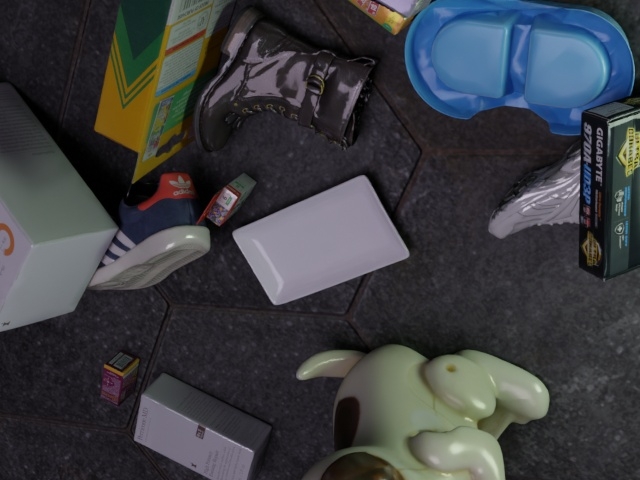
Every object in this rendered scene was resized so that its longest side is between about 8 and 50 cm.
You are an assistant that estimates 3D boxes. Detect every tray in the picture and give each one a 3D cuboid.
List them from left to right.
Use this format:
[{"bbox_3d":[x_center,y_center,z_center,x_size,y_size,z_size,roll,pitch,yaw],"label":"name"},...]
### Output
[{"bbox_3d":[0.000,0.000,1.709,0.270,0.030,0.145,-22,106,33],"label":"tray"}]

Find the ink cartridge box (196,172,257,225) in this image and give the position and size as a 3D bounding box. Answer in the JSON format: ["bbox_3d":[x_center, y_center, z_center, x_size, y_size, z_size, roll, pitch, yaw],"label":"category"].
[{"bbox_3d":[-0.144,-0.057,1.691,0.029,0.115,0.063,37,118,3],"label":"ink cartridge box"}]

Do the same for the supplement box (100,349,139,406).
[{"bbox_3d":[-0.365,0.251,2.004,0.043,0.055,0.083,24,123,15],"label":"supplement box"}]

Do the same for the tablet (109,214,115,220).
[{"bbox_3d":[-0.384,-0.027,1.895,0.083,0.006,0.054,17,122,16],"label":"tablet"}]

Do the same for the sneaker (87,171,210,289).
[{"bbox_3d":[-0.299,-0.014,1.806,0.350,0.131,0.148,-23,72,45],"label":"sneaker"}]

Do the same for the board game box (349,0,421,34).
[{"bbox_3d":[0.021,-0.372,1.442,0.259,0.124,0.039,36,124,4],"label":"board game box"}]

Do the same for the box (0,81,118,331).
[{"bbox_3d":[-0.516,-0.059,1.777,0.345,0.168,0.215,51,128,21],"label":"box"}]

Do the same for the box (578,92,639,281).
[{"bbox_3d":[0.407,-0.077,1.386,0.051,0.175,0.220,34,136,53],"label":"box"}]

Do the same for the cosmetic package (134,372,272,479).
[{"bbox_3d":[-0.211,0.343,1.961,0.231,0.085,0.117,22,123,12],"label":"cosmetic package"}]

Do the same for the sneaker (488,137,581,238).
[{"bbox_3d":[0.331,-0.051,1.488,0.232,0.090,0.115,-36,100,36],"label":"sneaker"}]

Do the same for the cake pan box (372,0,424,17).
[{"bbox_3d":[0.149,-0.380,1.263,0.070,0.246,0.267,31,109,3],"label":"cake pan box"}]

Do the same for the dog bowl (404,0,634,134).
[{"bbox_3d":[0.261,-0.237,1.430,0.297,0.074,0.166,12,120,21],"label":"dog bowl"}]

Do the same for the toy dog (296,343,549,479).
[{"bbox_3d":[0.111,0.326,1.596,0.395,0.408,0.284,38,125,3],"label":"toy dog"}]

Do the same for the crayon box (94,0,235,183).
[{"bbox_3d":[-0.217,-0.265,1.566,0.083,0.203,0.323,27,124,11],"label":"crayon box"}]

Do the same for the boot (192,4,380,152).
[{"bbox_3d":[-0.052,-0.192,1.595,0.229,0.091,0.263,31,123,9],"label":"boot"}]
